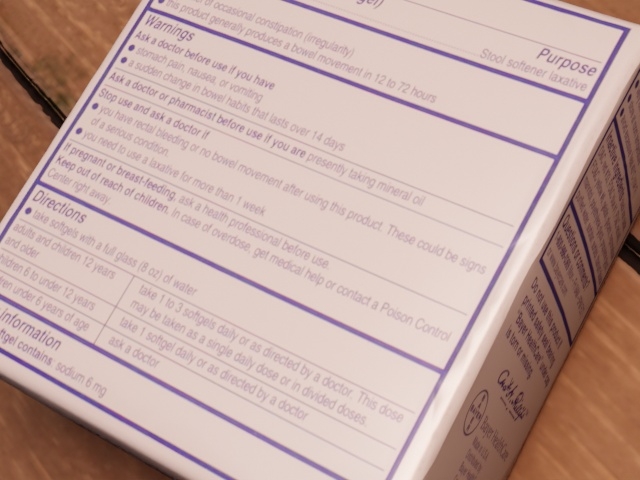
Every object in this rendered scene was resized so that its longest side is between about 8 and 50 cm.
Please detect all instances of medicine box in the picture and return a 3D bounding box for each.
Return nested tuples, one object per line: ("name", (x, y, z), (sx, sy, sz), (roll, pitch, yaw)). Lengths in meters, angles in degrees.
("medicine box", (0.000, 0.000, 0.644), (0.263, 0.149, 0.289), (24, 76, 25))
